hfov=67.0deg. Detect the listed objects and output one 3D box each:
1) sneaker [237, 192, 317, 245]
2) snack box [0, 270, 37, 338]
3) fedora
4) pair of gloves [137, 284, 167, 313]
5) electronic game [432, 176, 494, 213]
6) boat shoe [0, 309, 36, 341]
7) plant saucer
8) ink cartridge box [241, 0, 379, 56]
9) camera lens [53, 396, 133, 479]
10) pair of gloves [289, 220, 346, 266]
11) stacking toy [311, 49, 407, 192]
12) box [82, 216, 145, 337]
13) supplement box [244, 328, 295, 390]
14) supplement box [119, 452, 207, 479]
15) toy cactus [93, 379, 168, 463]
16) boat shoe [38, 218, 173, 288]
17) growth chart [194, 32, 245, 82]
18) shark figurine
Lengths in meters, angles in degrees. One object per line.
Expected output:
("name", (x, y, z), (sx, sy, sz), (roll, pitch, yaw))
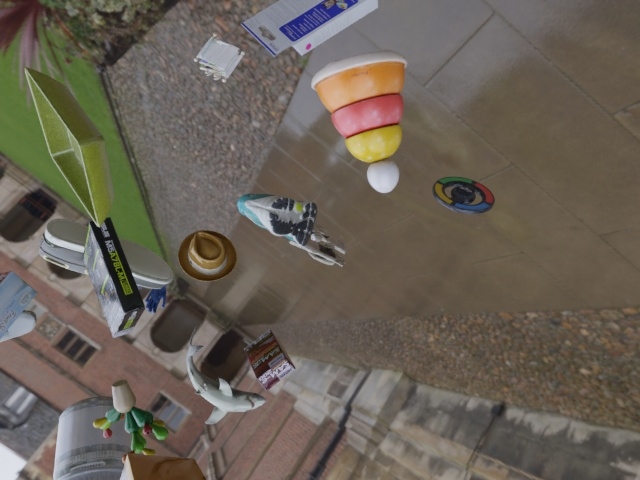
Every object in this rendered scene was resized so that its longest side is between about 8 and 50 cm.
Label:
("sneaker", (-0.087, -0.059, 1.104), (0.110, 0.106, 0.275), (17, 176, 24))
("snack box", (-0.639, 0.149, 0.858), (0.207, 0.174, 0.070), (-10, 131, 28))
("fedora", (-0.357, 0.033, 1.525), (0.194, 0.194, 0.079), (33, 147, 11))
("pair of gloves", (-0.604, 0.160, 1.709), (0.023, 0.159, 0.198), (-4, 138, 27))
("electronic game", (0.529, -0.170, 1.793), (0.229, 0.229, 0.048), (28, 133, 25))
("boat shoe", (-0.864, 0.238, 1.265), (0.070, 0.220, 0.077), (13, 114, 61))
("plant saucer", (-0.381, -0.146, 0.757), (0.188, 0.045, 0.188), (48, 146, 21))
("ink cartridge box", (-0.027, -0.651, 1.396), (0.175, 0.371, 0.069), (49, 166, 23))
("camera lens", (-0.693, 0.641, 1.492), (0.219, 0.220, 0.274), (57, -169, -49))
("pair of gloves", (0.000, 0.000, 1.630), (0.204, 0.042, 0.240), (32, -159, -5))
("stacking toy", (0.178, -0.406, 1.756), (0.351, 0.351, 0.479), (-2, 101, 63))
("box", (-0.399, 0.077, 0.924), (0.191, 0.045, 0.184), (-42, 69, 53))
("supplement box", (-0.192, 0.436, 1.790), (0.073, 0.130, 0.239), (56, 172, -23))
("supplement box", (-0.278, 0.495, 0.810), (0.129, 0.194, 0.191), (18, 172, -26))
("toy cactus", (-0.462, 0.422, 1.145), (0.219, 0.112, 0.180), (-1, 106, 37))
("boat shoe", (-0.513, 0.050, 1.170), (0.305, 0.091, 0.109), (26, -153, -25))
("growth chart", (-0.416, -0.741, 1.965), (0.237, 0.172, 0.021), (39, 178, 29))
("shark figurine", (-0.299, 0.384, 1.341), (0.278, 0.166, 0.116), (48, -169, -10))
